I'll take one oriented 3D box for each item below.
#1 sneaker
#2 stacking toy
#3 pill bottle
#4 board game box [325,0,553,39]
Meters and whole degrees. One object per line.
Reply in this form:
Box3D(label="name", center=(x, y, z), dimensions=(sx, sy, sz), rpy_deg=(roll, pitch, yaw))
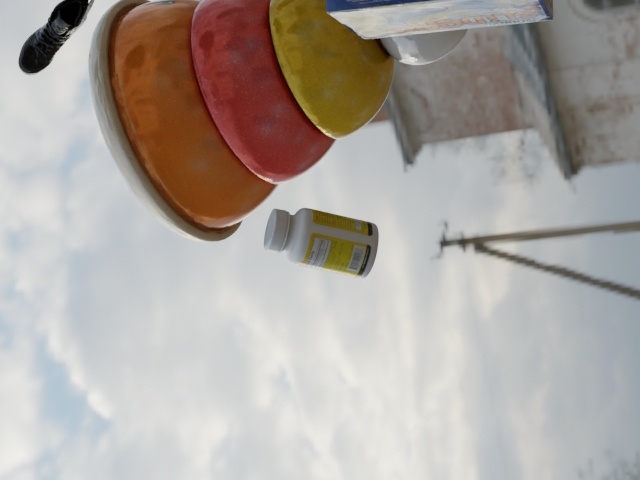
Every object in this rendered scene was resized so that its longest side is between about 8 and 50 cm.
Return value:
Box3D(label="sneaker", center=(-0.402, -0.328, 1.832), dimensions=(0.051, 0.170, 0.089), rpy_deg=(42, 170, -8))
Box3D(label="stacking toy", center=(-0.024, -0.224, 1.555), dimensions=(0.350, 0.480, 0.350), rpy_deg=(50, -151, -42))
Box3D(label="pill bottle", center=(0.000, 0.000, 1.306), dimensions=(0.065, 0.116, 0.065), rpy_deg=(-167, 90, -76))
Box3D(label="board game box", center=(0.120, -0.236, 1.175), dimensions=(0.136, 0.201, 0.035), rpy_deg=(5, -98, -72))
